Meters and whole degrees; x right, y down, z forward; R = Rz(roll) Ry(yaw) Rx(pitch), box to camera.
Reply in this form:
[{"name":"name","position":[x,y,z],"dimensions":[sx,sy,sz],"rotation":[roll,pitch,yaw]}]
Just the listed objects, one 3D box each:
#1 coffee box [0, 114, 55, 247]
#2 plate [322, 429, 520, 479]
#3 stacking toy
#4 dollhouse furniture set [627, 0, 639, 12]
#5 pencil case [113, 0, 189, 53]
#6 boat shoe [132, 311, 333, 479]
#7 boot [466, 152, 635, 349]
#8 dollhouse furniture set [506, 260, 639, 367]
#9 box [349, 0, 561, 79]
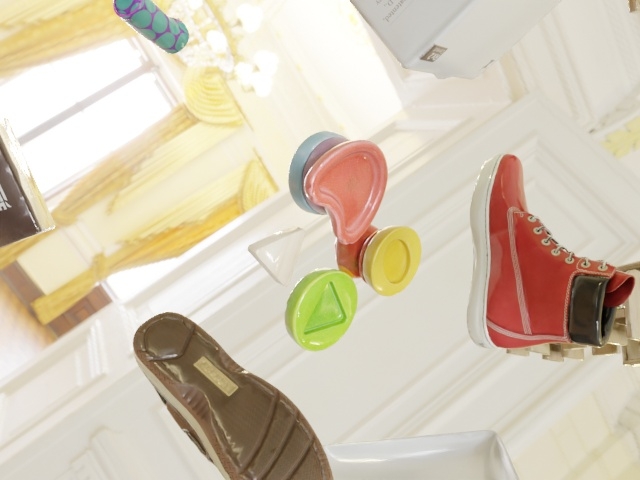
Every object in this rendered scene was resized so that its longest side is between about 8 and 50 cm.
[{"name":"coffee box","position":[-0.522,-0.036,0.800],"dimensions":[0.119,0.297,0.168],"rotation":[-158,-134,-76]},{"name":"plate","position":[0.132,0.357,0.818],"dimensions":[0.278,0.277,0.045],"rotation":[-95,179,-70]},{"name":"stacking toy","position":[0.000,0.000,0.986],"dimensions":[0.130,0.279,0.309],"rotation":[24,-32,45]},{"name":"dollhouse furniture set","position":[0.575,-0.490,1.006],"dimensions":[0.256,0.394,0.362],"rotation":[-2,-78,44]},{"name":"pencil case","position":[-0.309,-0.407,1.159],"dimensions":[0.065,0.070,0.152],"rotation":[21,-2,23]},{"name":"boat shoe","position":[-0.088,0.181,0.633],"dimensions":[0.257,0.095,0.095],"rotation":[45,-33,22]},{"name":"boot","position":[0.265,0.002,0.722],"dimensions":[0.176,0.244,0.088],"rotation":[-11,-23,42]},{"name":"dollhouse furniture set","position":[0.431,0.091,0.932],"dimensions":[0.212,0.242,0.161],"rotation":[-27,-125,57]},{"name":"box","position":[0.130,-0.236,0.509],"dimensions":[0.119,0.182,0.181],"rotation":[55,30,10]}]
